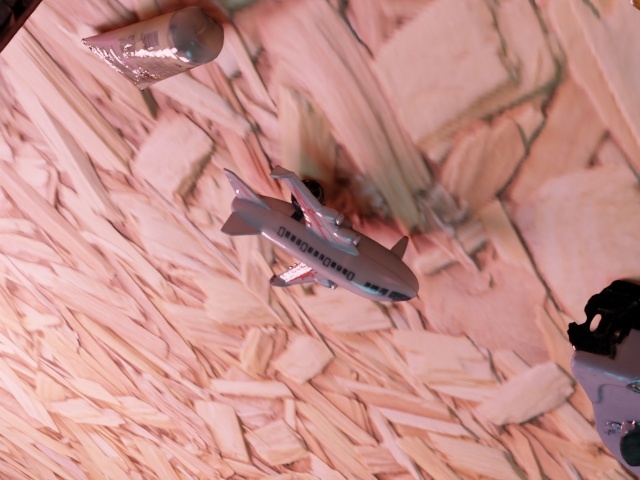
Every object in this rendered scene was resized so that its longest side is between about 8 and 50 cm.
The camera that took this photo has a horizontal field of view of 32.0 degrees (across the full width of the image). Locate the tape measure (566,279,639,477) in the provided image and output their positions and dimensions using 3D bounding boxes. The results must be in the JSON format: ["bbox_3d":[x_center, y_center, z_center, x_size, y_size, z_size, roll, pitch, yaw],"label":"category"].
[{"bbox_3d":[0.283,0.126,0.800,0.181,0.107,0.182,12,146,37],"label":"tape measure"}]

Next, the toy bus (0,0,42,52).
[{"bbox_3d":[-0.234,-0.149,0.457,0.233,0.427,0.203,3,143,42],"label":"toy bus"}]

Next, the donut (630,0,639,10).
[{"bbox_3d":[0.170,-0.162,0.475,0.152,0.058,0.152,20,149,13],"label":"donut"}]

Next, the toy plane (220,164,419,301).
[{"bbox_3d":[0.000,0.000,0.869,0.171,0.066,0.162,20,150,10],"label":"toy plane"}]

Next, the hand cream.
[{"bbox_3d":[-0.116,-0.134,0.788,0.061,0.039,0.143,37,159,-30],"label":"hand cream"}]
